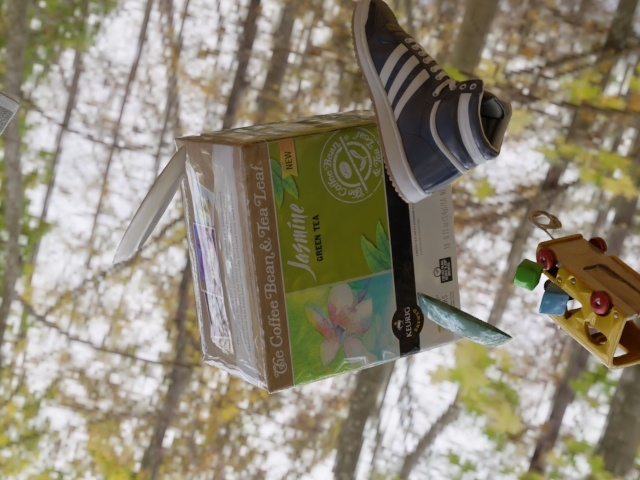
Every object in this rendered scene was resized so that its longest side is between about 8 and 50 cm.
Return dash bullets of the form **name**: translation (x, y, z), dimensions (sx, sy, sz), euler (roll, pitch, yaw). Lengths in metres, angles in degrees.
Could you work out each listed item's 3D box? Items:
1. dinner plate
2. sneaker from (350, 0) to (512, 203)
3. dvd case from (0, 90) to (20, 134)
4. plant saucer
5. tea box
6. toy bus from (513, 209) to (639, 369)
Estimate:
- **dinner plate**: translation (-0.168, -0.033, 1.232), dimensions (0.017, 0.141, 0.141), euler (32, -168, -3)
- **sneaker**: translation (0.138, -0.198, 1.495), dimensions (0.153, 0.282, 0.099), euler (-24, 156, 27)
- **dvd case**: translation (-0.521, -0.114, 1.709), dimensions (0.029, 0.239, 0.179), euler (34, 179, 3)
- **plant saucer**: translation (0.159, 0.093, 1.372), dimensions (0.119, 0.021, 0.119), euler (25, -178, -1)
- **tea box**: translation (0.000, 0.000, 1.677), dimensions (0.323, 0.329, 0.220), euler (-13, -167, -28)
- **toy bus**: translation (0.328, 0.071, 1.490), dimensions (0.191, 0.104, 0.202), euler (15, -150, 7)
